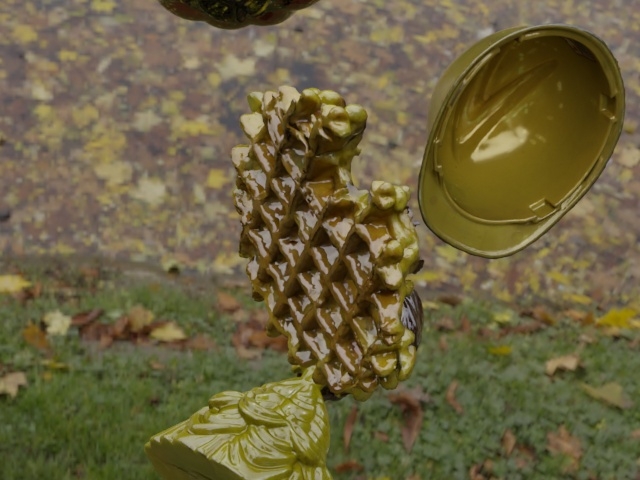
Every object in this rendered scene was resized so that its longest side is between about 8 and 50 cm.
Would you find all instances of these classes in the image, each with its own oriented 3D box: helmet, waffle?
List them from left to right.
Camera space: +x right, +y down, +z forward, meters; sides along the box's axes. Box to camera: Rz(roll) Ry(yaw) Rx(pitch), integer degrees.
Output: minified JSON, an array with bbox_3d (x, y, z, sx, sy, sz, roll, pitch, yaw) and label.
[{"bbox_3d":[0.000,0.000,0.831,0.051,0.232,0.228,-15,19,-30],"label":"waffle"},{"bbox_3d":[0.191,-0.125,1.201,0.205,0.257,0.140,25,16,-25],"label":"helmet"}]

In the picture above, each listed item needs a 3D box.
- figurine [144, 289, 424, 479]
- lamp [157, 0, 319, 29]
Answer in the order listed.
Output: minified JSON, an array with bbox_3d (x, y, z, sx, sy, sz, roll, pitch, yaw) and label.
[{"bbox_3d":[-0.004,0.148,1.149,0.187,0.168,0.315,2,41,46],"label":"figurine"},{"bbox_3d":[-0.074,-0.281,0.968,0.223,0.223,0.197,4,58,-8],"label":"lamp"}]
